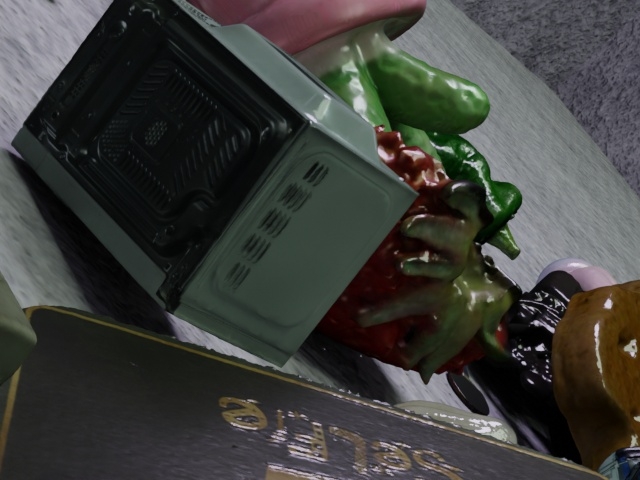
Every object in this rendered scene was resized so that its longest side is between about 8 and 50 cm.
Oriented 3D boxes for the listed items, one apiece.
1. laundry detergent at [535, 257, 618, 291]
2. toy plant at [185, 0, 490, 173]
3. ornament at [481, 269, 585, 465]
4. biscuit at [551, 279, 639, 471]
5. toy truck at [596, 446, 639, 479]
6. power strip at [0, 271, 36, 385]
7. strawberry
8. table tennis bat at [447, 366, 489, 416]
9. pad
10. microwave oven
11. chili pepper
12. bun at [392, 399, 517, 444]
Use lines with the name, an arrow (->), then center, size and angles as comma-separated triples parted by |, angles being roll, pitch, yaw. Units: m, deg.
laundry detergent -> 0.299, 0.100, 2.094 | 0.335, 0.088, 0.159 | -112, -171, -71
toy plant -> 0.017, -0.166, 1.810 | 0.356, 0.210, 0.317 | 61, 13, 5
ornament -> 0.212, 0.124, 1.817 | 0.251, 0.106, 0.260 | 46, 20, 28
biscuit -> 0.299, 0.204, 1.667 | 0.359, 0.074, 0.381 | 63, 32, -4
toy truck -> 0.198, 0.220, 1.393 | 0.208, 0.113, 0.126 | -135, -141, -87
power strip -> -0.225, -0.033, 0.989 | 0.080, 0.048, 0.286 | 32, 18, -50
strawberry -> 0.000, 0.000, 1.491 | 0.306, 0.138, 0.233 | 25, -24, 39
table tennis bat -> 0.126, 0.125, 1.709 | 0.050, 0.007, 0.083 | 41, 16, -22
pad -> 0.020, 0.092, 1.021 | 0.375, 0.063, 0.315 | 18, 18, -10
microwave oven -> -0.069, -0.049, 1.206 | 0.122, 0.162, 0.208 | 30, 10, -47
chili pepper -> 0.112, -0.079, 2.085 | 0.270, 0.099, 0.136 | 42, -12, 3
bun -> 0.094, 0.157, 1.329 | 0.138, 0.094, 0.138 | 44, 10, -10
